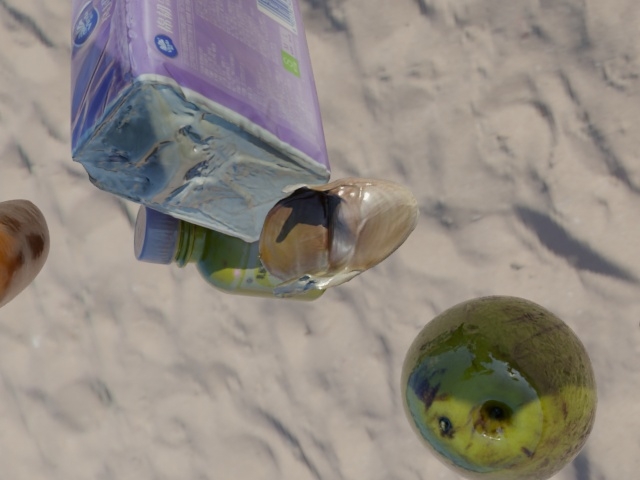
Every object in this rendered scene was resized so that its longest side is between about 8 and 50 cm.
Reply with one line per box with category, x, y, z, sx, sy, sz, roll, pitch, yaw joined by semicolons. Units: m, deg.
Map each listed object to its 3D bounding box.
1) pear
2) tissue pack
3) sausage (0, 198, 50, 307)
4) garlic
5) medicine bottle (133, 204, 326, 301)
pear;0.243;0.210;1.762;0.283;0.283;0.283;19;118;41
tissue pack;-0.135;-0.184;1.353;0.160;0.242;0.338;-41;40;31
sausage;-0.313;0.018;1.222;0.098;0.238;0.098;0;103;0
garlic;0.004;-0.011;1.183;0.174;0.124;0.099;-10;98;49
medicine bottle;-0.097;0.000;1.446;0.122;0.212;0.122;-174;90;-71
